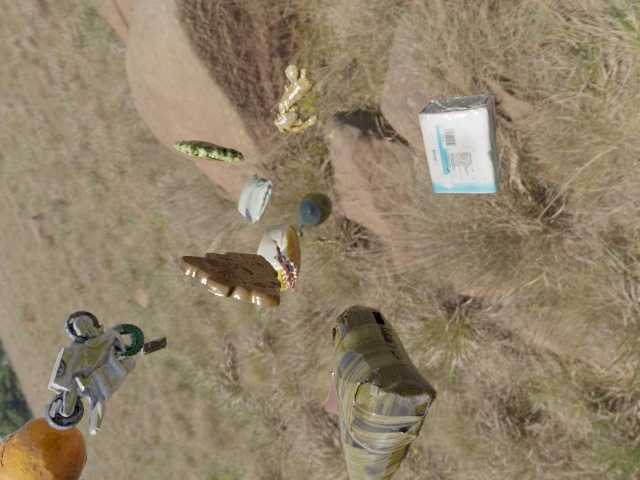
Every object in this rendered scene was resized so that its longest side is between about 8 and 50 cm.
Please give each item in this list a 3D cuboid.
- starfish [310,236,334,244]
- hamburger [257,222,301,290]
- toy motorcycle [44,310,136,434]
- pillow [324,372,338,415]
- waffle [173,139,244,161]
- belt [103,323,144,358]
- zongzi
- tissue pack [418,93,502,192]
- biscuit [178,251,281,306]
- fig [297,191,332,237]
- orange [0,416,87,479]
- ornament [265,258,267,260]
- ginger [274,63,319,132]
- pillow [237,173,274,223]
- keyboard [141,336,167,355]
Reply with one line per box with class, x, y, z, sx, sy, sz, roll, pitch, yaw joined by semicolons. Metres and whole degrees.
starfish;0.000;0.000;1.823;0.092;0.086;0.016;-130;46;-68
hamburger;-0.140;0.064;1.890;0.152;0.226;0.295;8;159;9
toy motorcycle;-0.643;0.372;1.458;0.108;0.223;0.340;-37;42;40
pillow;0.110;0.528;1.716;0.179;0.075;0.171;18;105;22
waffle;-0.344;-0.275;1.579;0.208;0.214;0.054;18;100;56
belt;-0.718;0.363;1.845;0.079;0.152;0.121;-23;66;47
zongzi;0.081;0.292;0.914;0.286;0.134;0.288;-109;25;-65
tissue pack;0.414;-0.276;1.499;0.202;0.124;0.271;0;128;28
biscuit;-0.205;0.093;1.346;0.278;0.301;0.043;23;106;13
fig;-0.061;-0.110;2.286;0.259;0.151;0.151;-38;78;39
orange;-0.811;0.639;1.485;0.246;0.246;0.246;31;133;40
ornament;-0.205;0.115;1.595;0.075;0.081;0.156;28;132;3
ginger;-0.072;-0.393;1.480;0.193;0.176;0.052;40;-166;-38
pillow;-0.188;-0.124;1.458;0.128;0.051;0.229;-65;23;4
keyboard;-0.727;0.465;2.248;0.017;0.166;0.055;-3;90;18
